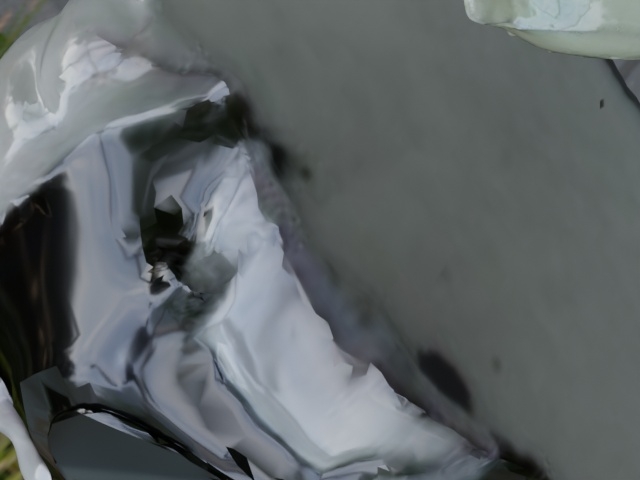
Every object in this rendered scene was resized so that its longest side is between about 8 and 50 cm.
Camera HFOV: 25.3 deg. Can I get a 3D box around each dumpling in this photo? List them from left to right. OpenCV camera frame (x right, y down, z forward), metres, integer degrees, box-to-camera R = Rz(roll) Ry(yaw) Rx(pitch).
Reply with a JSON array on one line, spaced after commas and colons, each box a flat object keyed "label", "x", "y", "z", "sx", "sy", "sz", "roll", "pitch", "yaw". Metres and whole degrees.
[{"label": "dumpling", "x": 0.068, "y": -0.071, "z": 0.329, "sx": 0.077, "sy": 0.043, "sz": 0.059, "roll": 2, "pitch": 107, "yaw": -8}]

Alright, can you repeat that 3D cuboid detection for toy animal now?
[{"label": "toy animal", "x": 0.000, "y": 0.000, "z": 0.418, "sx": 0.156, "sy": 0.204, "sz": 0.208, "roll": -20, "pitch": 115, "yaw": 48}]
